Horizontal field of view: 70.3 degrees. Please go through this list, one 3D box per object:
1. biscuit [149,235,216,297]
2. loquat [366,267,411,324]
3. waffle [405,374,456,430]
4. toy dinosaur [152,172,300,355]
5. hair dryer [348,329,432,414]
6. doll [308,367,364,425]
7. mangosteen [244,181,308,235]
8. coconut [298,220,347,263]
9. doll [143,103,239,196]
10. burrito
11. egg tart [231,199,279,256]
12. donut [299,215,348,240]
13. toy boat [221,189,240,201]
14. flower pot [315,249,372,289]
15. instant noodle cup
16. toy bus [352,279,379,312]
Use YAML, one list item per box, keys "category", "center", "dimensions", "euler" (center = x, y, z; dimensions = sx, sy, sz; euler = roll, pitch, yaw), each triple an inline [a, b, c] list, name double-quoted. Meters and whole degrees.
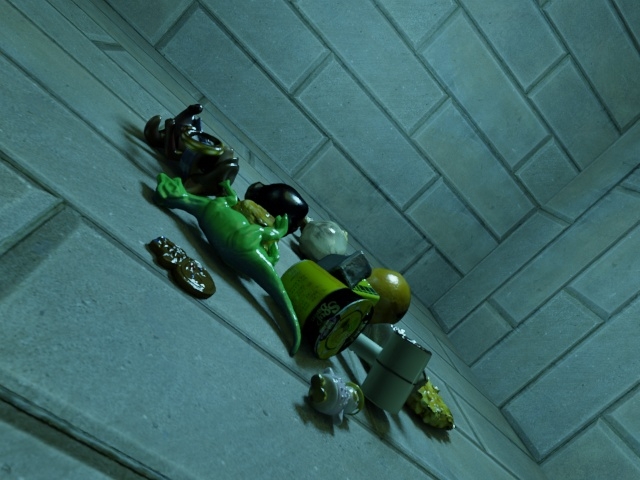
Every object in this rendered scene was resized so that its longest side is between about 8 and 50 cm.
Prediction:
- category: "biscuit"
  center: [-0.296, 0.057, 0.992]
  dimensions: [0.175, 0.026, 0.124]
  euler: [45, 9, -7]
- category: "loquat"
  center: [0.251, 0.237, 1.927]
  dimensions: [0.263, 0.263, 0.263]
  euler: [44, 10, -10]
- category: "waffle"
  center: [0.343, 0.515, 1.648]
  dimensions: [0.382, 0.095, 0.380]
  euler: [40, 12, -47]
- category: "toy dinosaur"
  center: [-0.232, 0.038, 1.154]
  dimensions: [0.374, 0.144, 0.501]
  euler: [14, 45, -32]
- category: "hair dryer"
  center: [0.133, 0.324, 1.356]
  dimensions: [0.361, 0.203, 0.128]
  euler: [29, -2, 39]
- category: "doll"
  center: [0.038, 0.355, 1.033]
  dimensions: [0.207, 0.081, 0.129]
  euler: [38, 31, -49]
- category: "mangosteen"
  center: [-0.173, -0.119, 1.703]
  dimensions: [0.243, 0.243, 0.243]
  euler: [44, 10, -10]
- category: "coconut"
  center: [0.002, 0.006, 1.974]
  dimensions: [0.224, 0.224, 0.224]
  euler: [44, 10, -10]
- category: "doll"
  center: [-0.397, -0.299, 1.483]
  dimensions: [0.340, 0.209, 0.317]
  euler: [52, 14, 23]
- category: "burrito"
  center: [0.223, 0.369, 1.490]
  dimensions: [0.107, 0.175, 0.348]
  euler: [60, -1, -36]
- category: "egg tart"
  center: [-0.214, -0.039, 1.453]
  dimensions: [0.294, 0.123, 0.294]
  euler: [45, 8, -8]
- category: "donut"
  center: [0.000, 0.000, 2.201]
  dimensions: [0.294, 0.151, 0.112]
  euler: [21, 37, -39]
- category: "toy boat"
  center: [-0.318, -0.145, 1.654]
  dimensions: [0.104, 0.052, 0.210]
  euler: [38, 11, -51]
- category: "flower pot"
  center: [0.047, 0.104, 1.417]
  dimensions: [0.229, 0.108, 0.103]
  euler: [-9, -70, 54]
- category: "instant noodle cup"
  center: [-0.002, 0.181, 1.284]
  dimensions: [0.236, 0.216, 0.215]
  euler: [41, 6, 32]
- category: "toy bus"
  center: [0.081, 0.192, 1.634]
  dimensions: [0.262, 0.128, 0.150]
  euler: [18, 26, -48]
